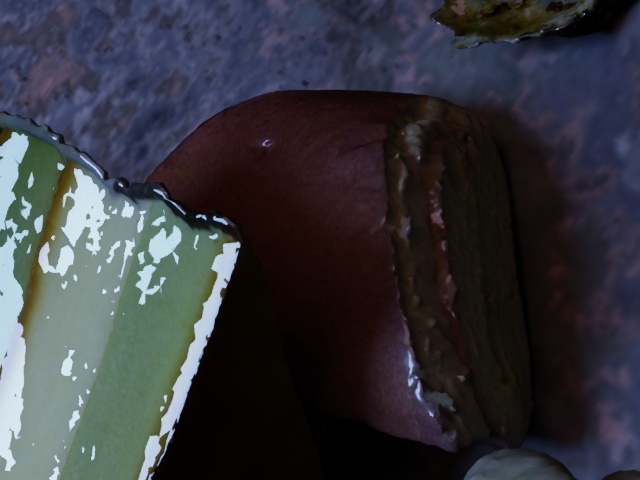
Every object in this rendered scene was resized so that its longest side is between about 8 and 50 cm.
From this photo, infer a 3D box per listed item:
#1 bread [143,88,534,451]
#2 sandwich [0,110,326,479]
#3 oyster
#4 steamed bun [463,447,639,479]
[{"bbox_3d":[-0.001,0.000,0.639,0.192,0.067,0.119,8,72,46],"label":"bread"},{"bbox_3d":[-0.099,0.085,0.579,0.117,0.144,0.187,24,63,35],"label":"sandwich"},{"bbox_3d":[0.069,-0.116,0.674,0.086,0.029,0.132,-19,50,28],"label":"oyster"},{"bbox_3d":[0.070,0.133,0.377,0.428,0.247,0.189,21,95,64],"label":"steamed bun"}]
